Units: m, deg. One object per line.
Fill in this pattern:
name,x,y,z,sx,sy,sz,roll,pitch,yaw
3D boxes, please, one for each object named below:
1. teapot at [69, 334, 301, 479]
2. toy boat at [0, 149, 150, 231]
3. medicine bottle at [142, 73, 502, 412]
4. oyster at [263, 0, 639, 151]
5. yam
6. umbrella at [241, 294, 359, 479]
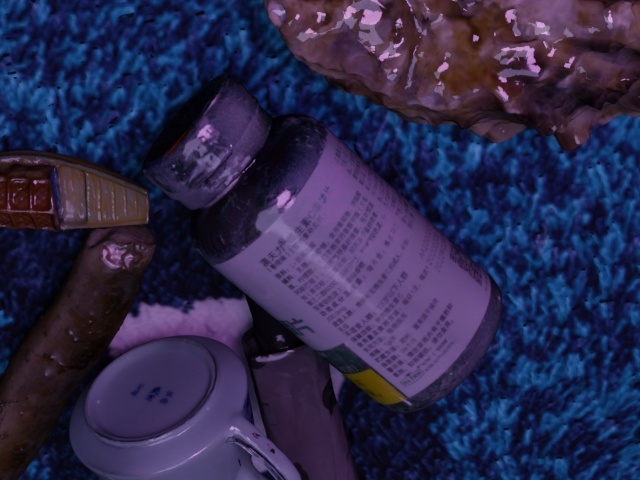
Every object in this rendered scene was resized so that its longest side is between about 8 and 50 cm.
teapot,-0.120,0.176,1.114,0.232,0.159,0.159,9,124,32
toy boat,-0.223,-0.037,1.045,0.172,0.066,0.065,3,116,0
medicine bottle,0.000,0.000,1.012,0.293,0.141,0.141,42,112,-19
oyster,0.135,-0.167,0.931,0.351,0.115,0.238,2,119,1
yam,-0.234,0.109,1.123,0.067,0.071,0.317,28,118,-12
umbrella,-0.010,0.181,1.154,0.073,0.067,0.337,-21,118,-13
